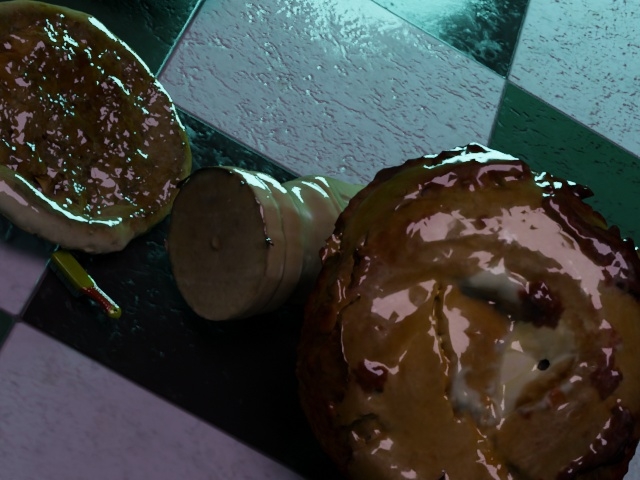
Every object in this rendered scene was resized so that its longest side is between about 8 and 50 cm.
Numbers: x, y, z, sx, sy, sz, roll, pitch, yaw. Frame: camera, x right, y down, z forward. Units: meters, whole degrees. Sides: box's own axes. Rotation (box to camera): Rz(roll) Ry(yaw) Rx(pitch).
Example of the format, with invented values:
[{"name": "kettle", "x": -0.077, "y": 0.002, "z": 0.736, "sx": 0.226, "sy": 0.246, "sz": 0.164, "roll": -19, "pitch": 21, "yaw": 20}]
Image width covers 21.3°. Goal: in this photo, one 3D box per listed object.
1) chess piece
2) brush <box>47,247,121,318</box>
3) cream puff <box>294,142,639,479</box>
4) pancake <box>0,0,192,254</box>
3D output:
[{"name": "chess piece", "x": 0.000, "y": 0.000, "z": 1.582, "sx": 0.301, "sy": 0.137, "sz": 0.137, "roll": -3, "pitch": 52, "yaw": -51}, {"name": "brush", "x": -0.201, "y": 0.042, "z": 1.456, "sx": 0.083, "sy": 0.021, "sz": 0.019, "roll": 43, "pitch": 38, "yaw": 18}, {"name": "cream puff", "x": 0.140, "y": 0.095, "z": 1.466, "sx": 0.350, "sy": 0.229, "sz": 0.350, "roll": 1, "pitch": 79, "yaw": -3}, {"name": "pancake", "x": -0.237, "y": -0.107, "z": 1.529, "sx": 0.282, "sy": 0.049, "sz": 0.282, "roll": 24, "pitch": 48, "yaw": -30}]
